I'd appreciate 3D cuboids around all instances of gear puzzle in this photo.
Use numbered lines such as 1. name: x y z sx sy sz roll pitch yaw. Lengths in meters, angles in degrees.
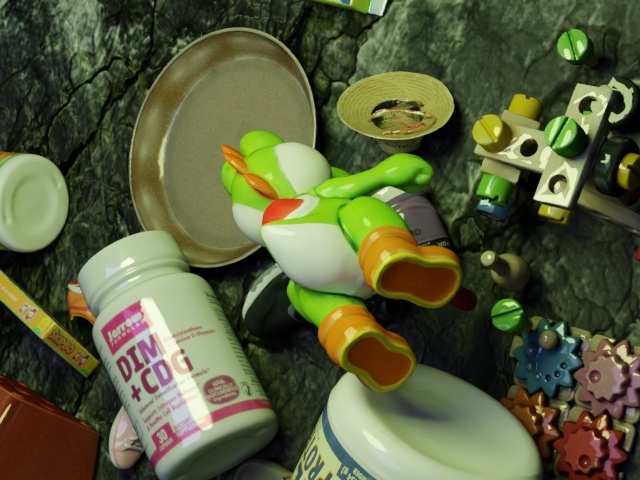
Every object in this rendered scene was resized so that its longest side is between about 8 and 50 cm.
1. gear puzzle: 0.231 0.254 1.665 0.175 0.044 0.339 17 91 39

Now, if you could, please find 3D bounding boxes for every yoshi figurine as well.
1. yoshi figurine: 0.025 0.000 1.653 0.203 0.203 0.362 -24 38 -14

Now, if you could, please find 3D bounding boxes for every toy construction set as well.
1. toy construction set: 0.214 -0.051 1.597 0.309 0.237 0.257 -47 60 10

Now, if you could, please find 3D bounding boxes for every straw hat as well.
1. straw hat: 0.090 -0.134 1.840 0.144 0.144 0.061 28 141 38

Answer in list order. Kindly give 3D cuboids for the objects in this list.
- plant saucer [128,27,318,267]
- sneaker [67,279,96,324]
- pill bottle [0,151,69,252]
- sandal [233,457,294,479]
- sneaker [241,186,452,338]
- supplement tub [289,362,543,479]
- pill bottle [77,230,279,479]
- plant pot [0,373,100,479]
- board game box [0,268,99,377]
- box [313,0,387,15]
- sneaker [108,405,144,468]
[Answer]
1. plant saucer: -0.117 -0.116 2.008 0.310 0.050 0.311 -8 76 37
2. sneaker: -0.265 0.091 2.084 0.175 0.064 0.067 9 108 42
3. pill bottle: -0.485 -0.060 2.224 0.245 0.136 0.136 6 84 38
4. sandal: -0.028 0.307 1.845 0.219 0.060 0.090 18 92 38
5. sneaker: 0.028 0.055 1.829 0.283 0.107 0.124 -39 65 25
6. supplement tub: 0.066 0.314 1.641 0.235 0.235 0.325 42 118 35
7. pill bottle: -0.180 0.140 1.912 0.160 0.160 0.283 -39 67 25
8. plant pot: -0.449 0.299 2.064 0.267 0.267 0.236 25 83 38
9. board game box: -0.411 0.084 2.146 0.259 0.124 0.039 33 78 36
10. box: 0.015 -0.348 1.958 0.178 0.042 0.109 20 94 39
11. sneaker: -0.224 0.235 2.016 0.070 0.051 0.134 17 87 44
